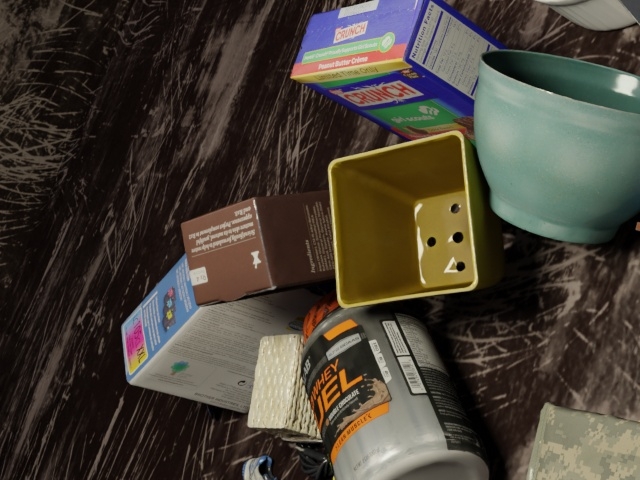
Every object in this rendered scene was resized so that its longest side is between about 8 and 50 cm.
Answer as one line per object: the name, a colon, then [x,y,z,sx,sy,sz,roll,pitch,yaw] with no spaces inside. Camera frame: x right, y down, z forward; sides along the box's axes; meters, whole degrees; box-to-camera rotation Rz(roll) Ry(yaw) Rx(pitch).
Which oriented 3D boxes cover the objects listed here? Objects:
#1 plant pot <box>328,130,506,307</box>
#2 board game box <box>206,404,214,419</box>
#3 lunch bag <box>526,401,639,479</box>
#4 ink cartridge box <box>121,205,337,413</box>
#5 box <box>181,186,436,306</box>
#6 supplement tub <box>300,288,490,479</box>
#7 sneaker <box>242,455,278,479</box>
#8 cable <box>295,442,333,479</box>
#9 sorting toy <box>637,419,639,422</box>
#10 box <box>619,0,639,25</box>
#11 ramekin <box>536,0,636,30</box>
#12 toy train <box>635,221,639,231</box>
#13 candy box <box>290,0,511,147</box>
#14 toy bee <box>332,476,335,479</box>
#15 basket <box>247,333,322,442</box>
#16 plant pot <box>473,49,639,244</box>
plant pot: [0.156,-0.015,1.378,0.212,0.187,0.212,-11,78,33]
board game box: [-0.212,0.258,1.878,0.033,0.133,0.168,-14,47,-4]
lunch bag: [0.338,0.340,1.029,0.235,0.169,0.287,0,73,59]
ink cartridge box: [-0.123,0.113,1.689,0.395,0.270,0.151,-44,43,27]
box: [0.000,0.000,1.494,0.191,0.381,0.143,-15,87,47]
supplement tub: [0.092,0.232,1.394,0.207,0.207,0.338,-48,38,22]
sneaker: [-0.101,0.427,1.660,0.058,0.052,0.135,-36,44,29]
cable: [0.019,0.303,1.581,0.184,0.047,0.150,-36,42,32]
sorting toy: [0.486,0.163,1.066,0.348,0.047,0.196,-44,40,27]
box: [0.538,-0.257,1.000,0.312,0.343,0.179,-46,37,25]
ramekin: [0.430,-0.448,1.438,0.277,0.135,0.277,-30,47,40]
toy train: [0.465,0.003,1.168,0.184,0.080,0.105,16,88,54]
candy box: [0.163,-0.246,1.499,0.268,0.317,0.122,5,74,54]
toy bee: [-0.005,0.434,1.437,0.298,0.162,0.195,-24,54,43]
basket: [-0.042,0.236,1.574,0.113,0.103,0.167,-12,64,49]
plant pot: [0.328,-0.116,1.273,0.293,0.293,0.196,46,131,53]
